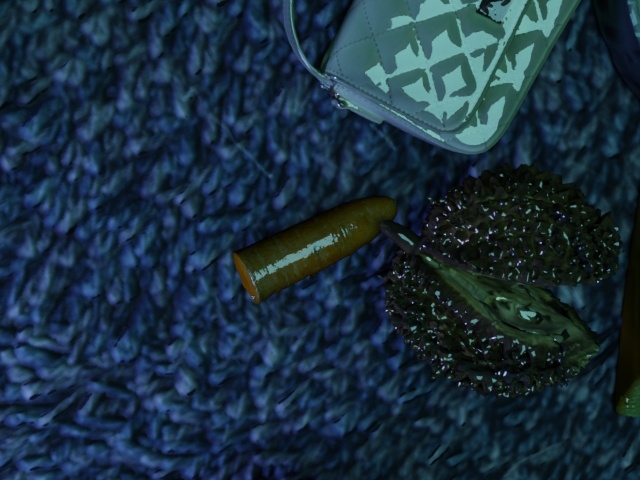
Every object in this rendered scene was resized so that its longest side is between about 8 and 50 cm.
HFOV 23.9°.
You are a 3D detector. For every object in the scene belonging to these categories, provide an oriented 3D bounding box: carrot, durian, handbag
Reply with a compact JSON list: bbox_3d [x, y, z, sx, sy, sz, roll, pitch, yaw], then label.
[{"bbox_3d":[0.000,0.000,1.201,0.139,0.048,0.048,-27,104,-8],"label":"carrot"},{"bbox_3d":[0.134,0.027,1.178,0.196,0.167,0.196,0,90,3],"label":"durian"},{"bbox_3d":[0.087,-0.208,1.169,0.219,0.079,0.256,27,92,-11],"label":"handbag"}]

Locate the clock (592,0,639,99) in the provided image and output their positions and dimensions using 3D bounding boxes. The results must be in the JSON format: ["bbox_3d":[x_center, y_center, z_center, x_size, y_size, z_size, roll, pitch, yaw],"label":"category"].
[{"bbox_3d":[0.382,-0.227,1.228,0.325,0.067,0.325,-2,101,-11],"label":"clock"}]

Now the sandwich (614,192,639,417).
[{"bbox_3d":[0.312,0.039,1.288,0.117,0.144,0.187,4,63,-12],"label":"sandwich"}]
